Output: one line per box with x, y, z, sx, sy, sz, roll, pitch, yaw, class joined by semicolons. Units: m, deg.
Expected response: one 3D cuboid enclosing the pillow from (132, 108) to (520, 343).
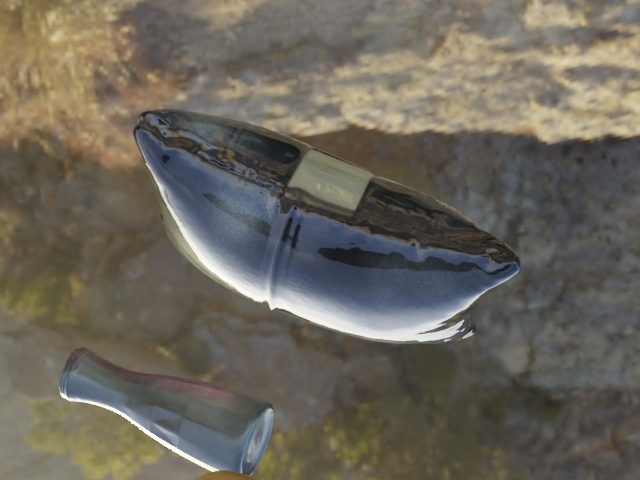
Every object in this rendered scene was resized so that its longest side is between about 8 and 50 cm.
0.000;0.000;0.853;0.250;0.106;0.186;21;164;6;pillow

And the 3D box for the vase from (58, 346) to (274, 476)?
-0.160;0.169;1.314;0.214;0.086;0.086;18;166;16;vase

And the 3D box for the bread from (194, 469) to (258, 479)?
-0.098;0.230;0.476;0.311;0.173;0.121;-38;162;-22;bread
